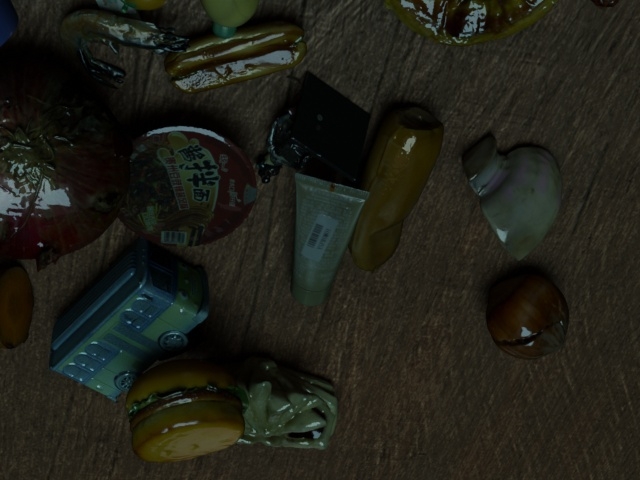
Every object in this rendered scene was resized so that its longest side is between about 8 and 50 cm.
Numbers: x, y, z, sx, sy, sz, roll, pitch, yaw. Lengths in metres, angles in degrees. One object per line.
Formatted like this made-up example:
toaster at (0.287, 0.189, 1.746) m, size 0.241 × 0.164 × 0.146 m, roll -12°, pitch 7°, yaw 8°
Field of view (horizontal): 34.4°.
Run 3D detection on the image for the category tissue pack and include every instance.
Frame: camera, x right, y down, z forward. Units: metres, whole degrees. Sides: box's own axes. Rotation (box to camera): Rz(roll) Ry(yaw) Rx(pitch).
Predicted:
tissue pack at (-0.338, -0.395, 1.687) m, size 0.056 × 0.023 × 0.108 m, roll -16°, pitch 129°, yaw 8°

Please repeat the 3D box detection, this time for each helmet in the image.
helmet at (-0.297, 0.202, 2.156) m, size 0.111 × 0.057 × 0.089 m, roll -29°, pitch 169°, yaw 21°

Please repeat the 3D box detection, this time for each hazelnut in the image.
hazelnut at (0.427, 0.164, 2.163) m, size 0.182 × 0.182 × 0.182 m, roll -4°, pitch 129°, yaw -5°

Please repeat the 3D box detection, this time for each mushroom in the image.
mushroom at (0.388, -0.081, 1.951) m, size 0.162 × 0.173 × 0.236 m, roll -32°, pitch 126°, yaw 15°

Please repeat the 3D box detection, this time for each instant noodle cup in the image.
instant noodle cup at (-0.251, -0.117, 1.882) m, size 0.274 × 0.091 × 0.274 m, roll -4°, pitch 129°, yaw -4°

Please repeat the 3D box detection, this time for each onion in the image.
onion at (-0.482, -0.122, 1.694) m, size 0.353 × 0.354 × 0.354 m, roll -4°, pitch 129°, yaw -5°

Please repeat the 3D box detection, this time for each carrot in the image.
carrot at (-0.689, 0.140, 2.011) m, size 0.225 × 0.159 × 0.159 m, roll -6°, pitch 130°, yaw 11°

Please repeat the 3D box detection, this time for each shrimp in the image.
shrimp at (-0.325, -0.313, 1.717) m, size 0.219 × 0.046 × 0.152 m, roll 8°, pitch 141°, yaw 1°

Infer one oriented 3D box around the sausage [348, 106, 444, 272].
sausage at (0.125, -0.085, 1.943) m, size 0.134 × 0.116 × 0.354 m, roll -28°, pitch 147°, yaw -46°

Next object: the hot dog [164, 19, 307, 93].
hot dog at (-0.146, -0.318, 1.750) m, size 0.249 × 0.068 × 0.100 m, roll -13°, pitch 140°, yaw 6°

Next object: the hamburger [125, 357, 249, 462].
hamburger at (-0.265, 0.323, 2.018) m, size 0.246 × 0.170 × 0.246 m, roll -13°, pitch 155°, yaw -6°

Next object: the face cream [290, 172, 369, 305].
face cream at (0.000, 0.000, 1.968) m, size 0.137 × 0.084 × 0.341 m, roll 16°, pitch 142°, yaw 3°

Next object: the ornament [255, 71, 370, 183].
ornament at (-0.045, -0.175, 1.879) m, size 0.166 × 0.153 × 0.196 m, roll 33°, pitch 142°, yaw -28°

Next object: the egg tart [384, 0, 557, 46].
egg tart at (0.227, -0.478, 1.608) m, size 0.339 × 0.153 × 0.352 m, roll -6°, pitch 122°, yaw 16°

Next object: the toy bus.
toy bus at (-0.379, 0.158, 2.050) m, size 0.190 × 0.152 × 0.312 m, roll 34°, pitch 118°, yaw -30°

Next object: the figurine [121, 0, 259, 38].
figurine at (-0.235, -0.446, 1.604) m, size 0.324 × 0.124 × 0.222 m, roll 29°, pitch 123°, yaw -24°

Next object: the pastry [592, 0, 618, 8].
pastry at (0.439, -0.473, 1.684) m, size 0.097 × 0.115 × 0.208 m, roll -42°, pitch 121°, yaw 10°

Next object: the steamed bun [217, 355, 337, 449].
steamed bun at (-0.135, 0.354, 2.230) m, size 0.428 × 0.189 × 0.247 m, roll 14°, pitch 118°, yaw -18°

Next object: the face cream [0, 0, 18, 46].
face cream at (-0.607, -0.374, 1.526) m, size 0.249 × 0.249 × 0.225 m, roll -17°, pitch 124°, yaw 6°
